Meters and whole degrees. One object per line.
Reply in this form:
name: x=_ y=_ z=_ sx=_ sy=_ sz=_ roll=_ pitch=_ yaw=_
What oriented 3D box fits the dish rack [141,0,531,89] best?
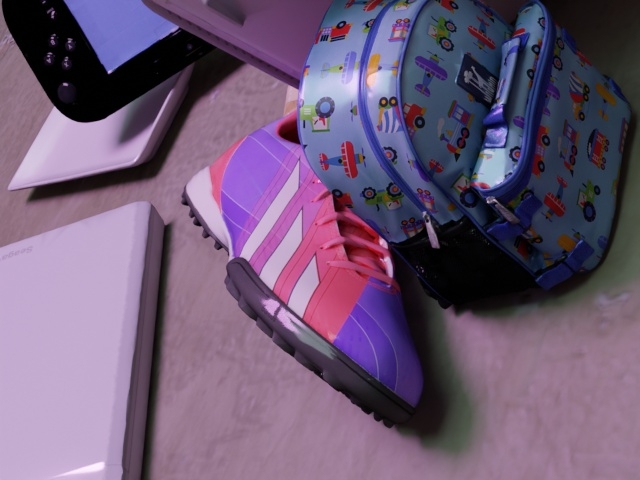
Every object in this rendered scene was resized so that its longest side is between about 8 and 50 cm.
dish rack: x=0.055 y=-0.187 z=0.692 sx=0.285 sy=0.333 sz=0.072 roll=-37 pitch=63 yaw=20

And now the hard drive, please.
hard drive: x=-0.230 y=0.109 z=0.915 sx=0.203 sy=0.040 sz=0.307 roll=-18 pitch=42 yaw=13

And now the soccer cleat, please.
soccer cleat: x=0.000 y=0.000 z=0.736 sx=0.116 sy=0.108 sz=0.318 roll=-44 pitch=30 yaw=3

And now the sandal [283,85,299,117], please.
sandal: x=-0.021 y=-0.168 z=0.949 sx=0.088 sy=0.079 sz=0.240 roll=-34 pitch=36 yaw=26

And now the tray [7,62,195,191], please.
tray: x=-0.227 y=-0.116 z=1.201 sx=0.270 sy=0.030 sz=0.145 roll=-6 pitch=54 yaw=49

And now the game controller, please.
game controller: x=-0.155 y=-0.245 z=1.077 sx=0.319 sy=0.166 sz=0.067 roll=-29 pitch=13 yaw=21

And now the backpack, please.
backpack: x=0.076 y=-0.067 z=0.638 sx=0.117 sy=0.173 sz=0.158 roll=-12 pitch=48 yaw=45
